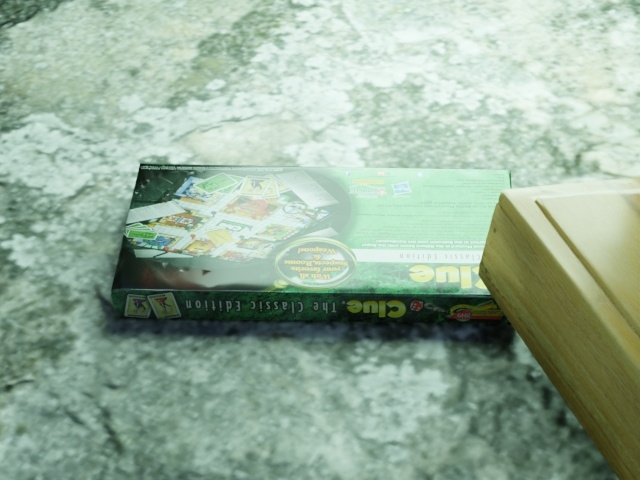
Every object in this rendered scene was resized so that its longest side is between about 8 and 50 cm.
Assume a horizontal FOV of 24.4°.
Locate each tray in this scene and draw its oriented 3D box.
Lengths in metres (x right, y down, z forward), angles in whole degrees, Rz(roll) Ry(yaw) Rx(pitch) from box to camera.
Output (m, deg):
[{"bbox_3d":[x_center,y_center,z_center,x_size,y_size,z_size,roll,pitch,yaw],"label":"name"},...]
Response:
[{"bbox_3d":[0.267,0.107,0.789,0.203,0.076,0.411,-6,40,-22],"label":"tray"}]

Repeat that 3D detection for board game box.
[{"bbox_3d":[0.000,0.000,0.983,0.259,0.030,0.136,1,38,3],"label":"board game box"}]
